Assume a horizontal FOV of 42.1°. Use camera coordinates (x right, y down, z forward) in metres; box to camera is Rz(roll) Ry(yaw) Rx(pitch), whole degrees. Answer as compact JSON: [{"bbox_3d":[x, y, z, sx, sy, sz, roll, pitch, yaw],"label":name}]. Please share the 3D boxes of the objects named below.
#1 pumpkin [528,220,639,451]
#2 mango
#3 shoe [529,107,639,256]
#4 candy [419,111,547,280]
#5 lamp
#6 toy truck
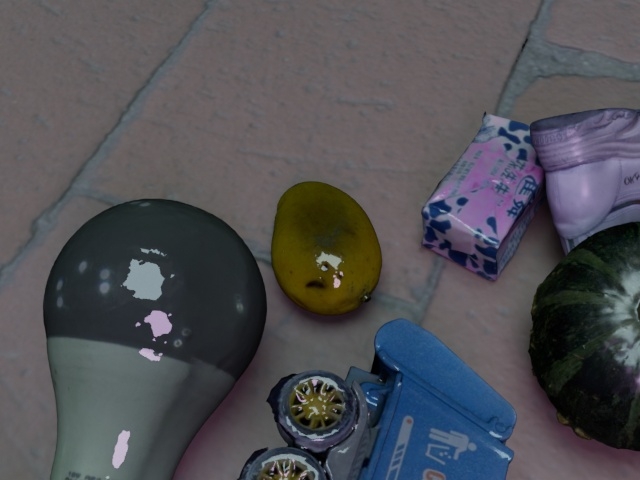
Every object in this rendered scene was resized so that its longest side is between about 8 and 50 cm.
[{"bbox_3d":[0.263,0.077,0.677,0.190,0.146,0.190,-1,56,1],"label":"pumpkin"},{"bbox_3d":[0.000,0.000,0.796,0.103,0.076,0.161,-18,46,-2],"label":"mango"},{"bbox_3d":[0.307,-0.061,0.809,0.245,0.138,0.095,-8,7,-33],"label":"shoe"},{"bbox_3d":[0.170,-0.048,0.821,0.092,0.073,0.160,25,59,22],"label":"candy"},{"bbox_3d":[-0.157,0.108,0.656,0.182,0.182,0.314,14,57,13],"label":"lamp"},{"bbox_3d":[0.016,0.232,0.577,0.175,0.146,0.367,18,56,10],"label":"toy truck"}]
